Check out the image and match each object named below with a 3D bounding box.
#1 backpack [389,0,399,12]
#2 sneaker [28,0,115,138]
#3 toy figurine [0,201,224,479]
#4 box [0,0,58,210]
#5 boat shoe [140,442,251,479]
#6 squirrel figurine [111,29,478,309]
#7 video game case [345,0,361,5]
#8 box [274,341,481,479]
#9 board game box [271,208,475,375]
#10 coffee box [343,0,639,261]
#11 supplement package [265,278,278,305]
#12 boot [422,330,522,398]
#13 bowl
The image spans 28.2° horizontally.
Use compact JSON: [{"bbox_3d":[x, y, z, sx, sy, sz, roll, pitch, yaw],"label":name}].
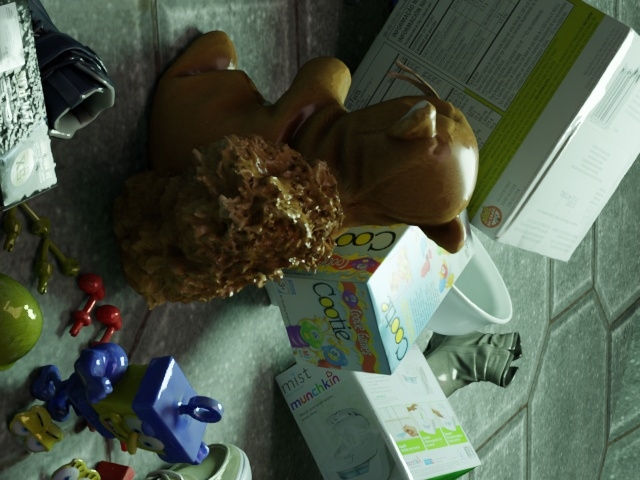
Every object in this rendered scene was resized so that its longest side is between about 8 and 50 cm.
[{"bbox_3d":[0.182,-0.371,2.044,0.120,0.098,0.101,56,43,-48],"label":"backpack"},{"bbox_3d":[-0.272,-0.191,1.161,0.086,0.163,0.226,-37,140,-4],"label":"sneaker"},{"bbox_3d":[-0.195,0.129,1.313,0.191,0.217,0.362,-63,145,-34],"label":"toy figurine"},{"bbox_3d":[-0.321,-0.125,1.110,0.077,0.147,0.180,-36,126,-55],"label":"box"},{"bbox_3d":[-0.183,0.320,1.487,0.302,0.109,0.094,-43,129,-47],"label":"boat shoe"},{"bbox_3d":[-0.022,-0.054,1.436,0.397,0.370,0.281,-47,135,-48],"label":"squirrel figurine"},{"bbox_3d":[0.041,-0.508,1.837,0.196,0.026,0.274,-64,146,-33],"label":"video game case"},{"bbox_3d":[0.090,0.261,1.846,0.262,0.127,0.231,5,53,-62],"label":"box"},{"bbox_3d":[0.074,0.030,1.649,0.275,0.142,0.144,-49,133,-45],"label":"board game box"},{"bbox_3d":[0.278,-0.206,1.898,0.338,0.334,0.337,-58,153,9],"label":"coffee box"},{"bbox_3d":[0.000,0.000,1.766,0.179,0.105,0.105,-58,142,-40],"label":"supplement package"},{"bbox_3d":[0.250,0.233,2.207,0.246,0.161,0.083,-57,141,-41],"label":"boot"},{"bbox_3d":[0.154,0.041,1.966,0.298,0.134,0.298,43,21,-21],"label":"bowl"}]
